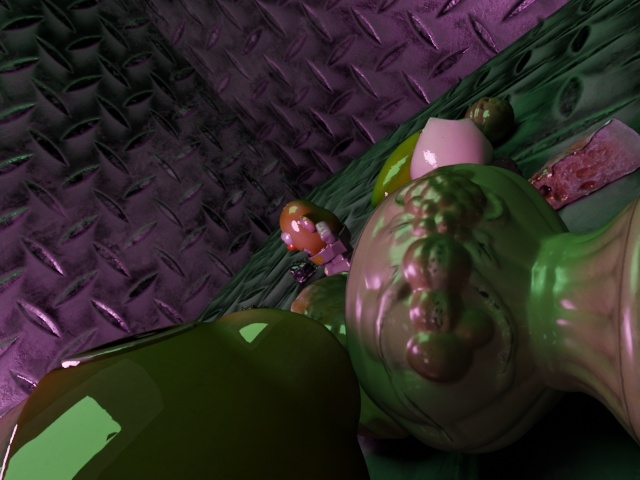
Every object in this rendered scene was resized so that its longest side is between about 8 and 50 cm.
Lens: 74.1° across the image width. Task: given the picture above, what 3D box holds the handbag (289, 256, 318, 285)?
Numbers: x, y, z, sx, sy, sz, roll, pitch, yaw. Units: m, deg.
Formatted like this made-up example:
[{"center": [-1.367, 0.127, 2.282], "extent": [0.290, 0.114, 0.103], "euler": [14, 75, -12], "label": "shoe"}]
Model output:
[{"center": [-0.047, 0.091, 1.588], "extent": [0.139, 0.072, 0.115], "euler": [-38, 11, 2], "label": "handbag"}]

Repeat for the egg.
[{"center": [0.360, -0.201, 1.102], "extent": [0.271, 0.162, 0.206], "euler": [3, -62, -55], "label": "egg"}]

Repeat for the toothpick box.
[{"center": [-0.158, 0.292, 0.424], "extent": [0.409, 0.409, 0.425], "euler": [-27, 17, 51], "label": "toothpick box"}]

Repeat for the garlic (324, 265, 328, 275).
[{"center": [0.046, 0.081, 1.406], "extent": [0.083, 0.041, 0.053], "euler": [-47, 23, 17], "label": "garlic"}]

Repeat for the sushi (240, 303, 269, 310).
[{"center": [-0.191, 0.264, 1.271], "extent": [0.287, 0.140, 0.149], "euler": [-24, 29, 54], "label": "sushi"}]

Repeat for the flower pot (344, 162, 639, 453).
[{"center": [0.199, 0.061, 0.407], "extent": [0.244, 0.307, 0.307], "euler": [-4, 38, 48], "label": "flower pot"}]

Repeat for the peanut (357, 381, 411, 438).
[{"center": [0.048, 0.209, 0.651], "extent": [0.147, 0.147, 0.319], "euler": [-47, 24, -21], "label": "peanut"}]

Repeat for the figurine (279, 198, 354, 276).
[{"center": [0.001, -0.001, 1.240], "extent": [0.167, 0.285, 0.343], "euler": [-47, 14, -28], "label": "figurine"}]

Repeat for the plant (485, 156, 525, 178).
[{"center": [0.375, -0.122, 0.948], "extent": [0.143, 0.092, 0.094], "euler": [-35, 21, 8], "label": "plant"}]

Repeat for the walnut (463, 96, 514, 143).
[{"center": [0.496, -0.354, 1.251], "extent": [0.140, 0.140, 0.162], "euler": [-24, 32, 57], "label": "walnut"}]

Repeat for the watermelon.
[{"center": [0.437, -0.119, 0.769], "extent": [0.241, 0.094, 0.154], "euler": [-41, 4, 19], "label": "watermelon"}]

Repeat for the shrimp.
[{"center": [0.130, 0.073, 0.672], "extent": [0.221, 0.109, 0.446], "euler": [12, 20, 37], "label": "shrimp"}]

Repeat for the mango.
[{"center": [0.292, -0.235, 1.426], "extent": [0.343, 0.156, 0.192], "euler": [-46, 11, -8], "label": "mango"}]
